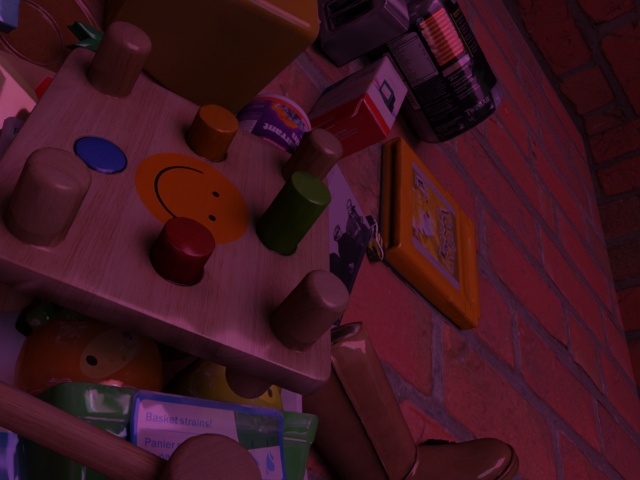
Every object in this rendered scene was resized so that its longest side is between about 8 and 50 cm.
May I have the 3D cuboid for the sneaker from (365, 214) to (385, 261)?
[{"bbox_3d":[0.091,-0.002,1.115,0.035,0.031,0.083,14,63,-68],"label":"sneaker"}]

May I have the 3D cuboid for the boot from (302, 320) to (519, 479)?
[{"bbox_3d":[0.096,0.223,0.813,0.269,0.236,0.089,64,-3,-9],"label":"boot"}]

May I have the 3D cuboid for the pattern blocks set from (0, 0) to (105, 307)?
[{"bbox_3d":[-0.258,-0.069,0.593,0.285,0.026,0.324,28,60,-46],"label":"pattern blocks set"}]

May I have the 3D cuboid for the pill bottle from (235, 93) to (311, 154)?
[{"bbox_3d":[-0.083,-0.097,0.833,0.108,0.108,0.193,50,36,-27],"label":"pill bottle"}]

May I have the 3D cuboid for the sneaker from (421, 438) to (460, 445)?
[{"bbox_3d":[0.178,0.360,0.984,0.237,0.085,0.086,-1,95,-57],"label":"sneaker"}]

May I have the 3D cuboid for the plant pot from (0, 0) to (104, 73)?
[{"bbox_3d":[-0.298,-0.205,0.651,0.236,0.032,0.236,34,45,-42],"label":"plant pot"}]

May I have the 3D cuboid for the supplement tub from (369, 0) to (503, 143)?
[{"bbox_3d":[0.228,-0.395,1.384,0.338,0.207,0.207,57,34,-18],"label":"supplement tub"}]

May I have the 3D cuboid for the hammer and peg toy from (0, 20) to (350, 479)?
[{"bbox_3d":[-0.108,0.005,0.455,0.266,0.127,0.361,26,36,-20],"label":"hammer and peg toy"}]

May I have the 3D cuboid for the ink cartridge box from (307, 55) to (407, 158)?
[{"bbox_3d":[0.051,-0.205,1.073,0.078,0.134,0.231,54,35,-22],"label":"ink cartridge box"}]

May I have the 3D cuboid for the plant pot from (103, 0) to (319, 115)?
[{"bbox_3d":[-0.145,-0.306,0.795,0.187,0.212,0.212,16,57,-37],"label":"plant pot"}]

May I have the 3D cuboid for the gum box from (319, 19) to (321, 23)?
[{"bbox_3d":[-0.081,-0.363,1.039,0.107,0.062,0.188,58,33,-15],"label":"gum box"}]

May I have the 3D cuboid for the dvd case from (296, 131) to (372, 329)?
[{"bbox_3d":[0.000,0.000,0.857,0.238,0.030,0.179,56,50,-52],"label":"dvd case"}]

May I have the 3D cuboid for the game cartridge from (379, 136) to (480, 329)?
[{"bbox_3d":[0.227,-0.009,1.297,0.324,0.053,0.285,39,42,-36],"label":"game cartridge"}]

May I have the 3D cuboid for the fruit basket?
[{"bbox_3d":[-0.129,0.088,0.559,0.327,0.165,0.353,21,59,-38],"label":"fruit basket"}]

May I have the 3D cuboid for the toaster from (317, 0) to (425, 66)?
[{"bbox_3d":[0.072,-0.439,1.201,0.110,0.186,0.168,15,60,-57],"label":"toaster"}]
